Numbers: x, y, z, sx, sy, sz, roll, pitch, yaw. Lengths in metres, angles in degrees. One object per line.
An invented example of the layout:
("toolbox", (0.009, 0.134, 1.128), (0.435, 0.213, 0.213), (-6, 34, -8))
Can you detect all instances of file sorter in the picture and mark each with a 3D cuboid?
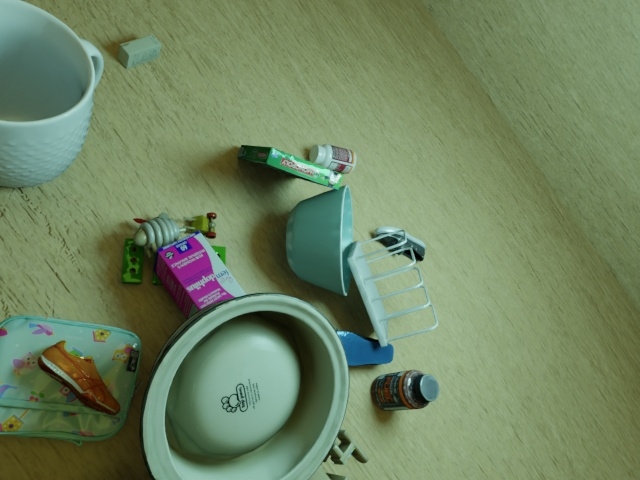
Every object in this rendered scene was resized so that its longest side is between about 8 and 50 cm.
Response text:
("file sorter", (0.214, 0.126, 1.206), (0.193, 0.173, 0.278), (-55, 124, -74))

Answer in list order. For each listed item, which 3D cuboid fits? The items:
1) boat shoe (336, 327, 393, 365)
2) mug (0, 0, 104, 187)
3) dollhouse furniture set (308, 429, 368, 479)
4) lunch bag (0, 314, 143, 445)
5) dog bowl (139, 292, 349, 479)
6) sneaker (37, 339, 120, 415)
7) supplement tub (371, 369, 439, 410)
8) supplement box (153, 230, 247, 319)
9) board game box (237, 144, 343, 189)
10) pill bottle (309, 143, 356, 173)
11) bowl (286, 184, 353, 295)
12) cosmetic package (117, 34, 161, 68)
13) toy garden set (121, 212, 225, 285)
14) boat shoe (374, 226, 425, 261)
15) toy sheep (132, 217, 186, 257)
("boat shoe", (0.094, 0.323, 1.188), (0.258, 0.089, 0.109), (24, 71, -28))
("mug", (-0.603, -0.291, 0.854), (0.276, 0.328, 0.374), (40, 53, -12))
("dollhouse furniture set", (-0.014, 0.563, 0.906), (0.161, 0.242, 0.212), (51, 52, -3))
("lunch bag", (-0.502, 0.276, 0.803), (0.279, 0.108, 0.224), (18, 60, -26))
("dog bowl", (-0.148, 0.297, 0.810), (0.407, 0.150, 0.409), (-1, 92, -32))
("sneaker", (-0.430, 0.253, 0.754), (0.175, 0.064, 0.067), (49, 43, -10))
("supplement tub", (0.241, 0.425, 1.162), (0.106, 0.198, 0.106), (14, 61, -27))
("supplement box", (-0.274, 0.106, 0.943), (0.111, 0.114, 0.220), (-31, 77, -37))
("board game box", (-0.098, -0.216, 1.176), (0.213, 0.317, 0.046), (17, 96, -26))
("pill bottle", (0.042, -0.287, 1.424), (0.151, 0.086, 0.086), (7, 66, -31))
("bowl", (0.000, 0.000, 1.167), (0.163, 0.312, 0.312), (0, 63, 9))
("cosmetic package", (-0.527, -0.551, 1.191), (0.041, 0.060, 0.115), (48, 51, -4))
("toy garden set", (-0.369, 0.019, 1.047), (0.244, 0.049, 0.204), (7, 67, -30))
("boat shoe", (0.286, 0.020, 1.456), (0.228, 0.080, 0.076), (24, 56, -31))
("toy sheep", (-0.379, -0.012, 0.971), (0.132, 0.091, 0.091), (-14, 77, -50))
